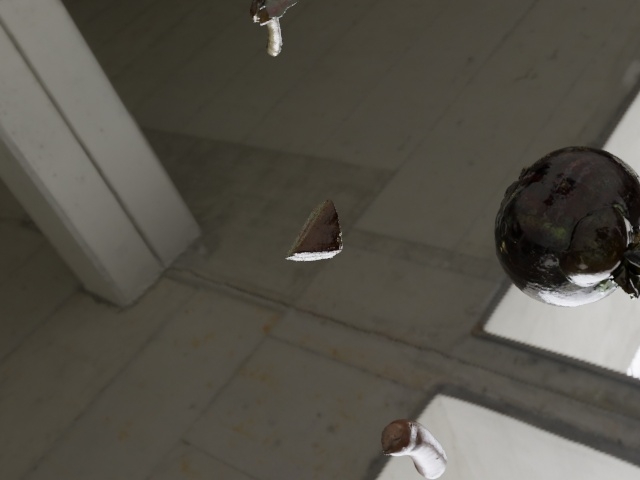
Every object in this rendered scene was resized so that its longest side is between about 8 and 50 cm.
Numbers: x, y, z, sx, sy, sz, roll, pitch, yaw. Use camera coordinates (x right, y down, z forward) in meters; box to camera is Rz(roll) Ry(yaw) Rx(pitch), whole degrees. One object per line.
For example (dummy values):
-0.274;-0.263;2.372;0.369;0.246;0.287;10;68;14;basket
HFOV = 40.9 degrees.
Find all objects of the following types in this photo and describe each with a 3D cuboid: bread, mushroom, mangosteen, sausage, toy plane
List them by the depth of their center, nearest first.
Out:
-0.069;-0.256;0.801;0.049;0.031;0.120;-31;-99;2;toy plane
0.104;0.227;0.934;0.047;0.177;0.040;-40;-122;-1;sausage
0.372;0.004;1.170;0.231;0.231;0.289;-36;-129;-12;mangosteen
0.000;0.000;1.181;0.043;0.062;0.109;-32;-160;54;bread
-0.095;-0.383;1.554;0.061;0.187;0.060;-30;-108;-11;mushroom

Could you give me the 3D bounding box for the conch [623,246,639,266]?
0.392;-0.004;0.631;0.313;0.241;0.186;15;-107;48;conch
